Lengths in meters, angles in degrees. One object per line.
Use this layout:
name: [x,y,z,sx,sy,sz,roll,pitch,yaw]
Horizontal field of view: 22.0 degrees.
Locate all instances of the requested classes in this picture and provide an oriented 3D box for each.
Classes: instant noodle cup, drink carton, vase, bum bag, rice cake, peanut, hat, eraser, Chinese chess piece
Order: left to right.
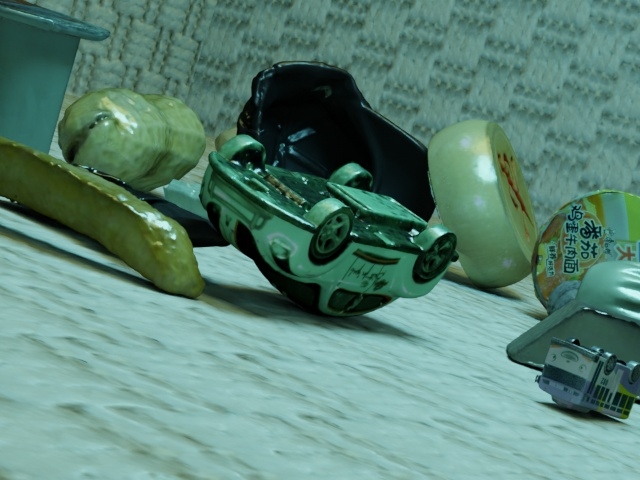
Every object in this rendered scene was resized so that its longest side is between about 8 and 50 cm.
drink carton: [-0.354,-0.173,1.798,0.191,0.190,0.185,21,5,28]
bum bag: [-0.197,-0.030,1.516,0.248,0.060,0.123,20,6,36]
peanut: [-0.238,-0.126,2.068,0.130,0.130,0.290,19,6,17]
rice cake: [-0.107,-0.040,2.111,0.085,0.040,0.226,20,5,29]
hat: [0.009,-0.111,2.487,0.336,0.238,0.209,36,-11,-6]
Chinese chess piece: [0.240,-0.054,2.396,0.097,0.251,0.251,-17,-7,17]
instant noodle cup: [0.390,0.038,2.226,0.205,0.205,0.153,19,-2,12]
eraser: [0.366,0.136,1.659,0.352,0.077,0.111,18,2,3]
vase: [0.399,0.098,1.776,0.248,0.128,0.128,12,2,20]

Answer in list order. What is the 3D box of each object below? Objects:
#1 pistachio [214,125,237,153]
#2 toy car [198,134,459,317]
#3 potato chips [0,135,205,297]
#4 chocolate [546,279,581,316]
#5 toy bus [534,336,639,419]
pistachio: [-0.071,-0.133,2.672,0.229,0.157,0.157,10,-1,37]
toy car: [0.000,0.000,1.495,0.136,0.125,0.306,37,16,31]
potato chips: [-0.271,-0.051,1.403,0.407,0.080,0.057,20,15,25]
chocolate: [0.322,0.089,2.070,0.072,0.072,0.167,18,7,3]
toy bus: [0.232,0.120,1.419,0.052,0.058,0.102,21,0,39]
